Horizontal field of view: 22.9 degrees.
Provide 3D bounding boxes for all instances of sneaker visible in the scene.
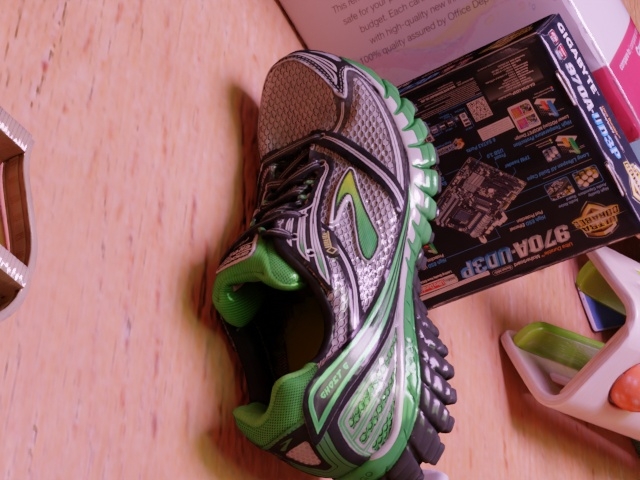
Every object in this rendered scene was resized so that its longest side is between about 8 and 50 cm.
[{"bbox_3d":[0.000,0.000,1.091,0.146,0.134,0.344,23,45,-37],"label":"sneaker"}]

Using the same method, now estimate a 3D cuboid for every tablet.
[{"bbox_3d":[0.287,0.065,1.621,0.083,0.006,0.054,-2,71,-59],"label":"tablet"}]

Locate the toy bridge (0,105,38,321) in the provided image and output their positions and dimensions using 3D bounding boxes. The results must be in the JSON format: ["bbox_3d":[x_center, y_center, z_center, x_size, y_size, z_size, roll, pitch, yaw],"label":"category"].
[{"bbox_3d":[-0.190,0.010,0.886,0.063,0.026,0.188,45,36,-34],"label":"toy bridge"}]

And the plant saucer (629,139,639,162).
[{"bbox_3d":[0.378,0.017,1.673,0.317,0.043,0.318,-14,90,-75],"label":"plant saucer"}]

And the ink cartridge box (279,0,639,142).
[{"bbox_3d":[0.114,-0.193,1.310,0.306,0.226,0.131,59,32,-13],"label":"ink cartridge box"}]

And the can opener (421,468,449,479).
[{"bbox_3d":[0.037,0.256,1.025,0.093,0.074,0.280,55,32,-20],"label":"can opener"}]

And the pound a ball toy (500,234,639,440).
[{"bbox_3d":[0.318,0.085,1.403,0.319,0.208,0.136,23,26,-41],"label":"pound a ball toy"}]

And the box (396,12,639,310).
[{"bbox_3d":[0.129,-0.055,1.242,0.175,0.220,0.051,59,36,-11],"label":"box"}]

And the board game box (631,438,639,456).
[{"bbox_3d":[0.365,0.216,1.616,0.260,0.030,0.136,65,28,-2],"label":"board game box"}]
